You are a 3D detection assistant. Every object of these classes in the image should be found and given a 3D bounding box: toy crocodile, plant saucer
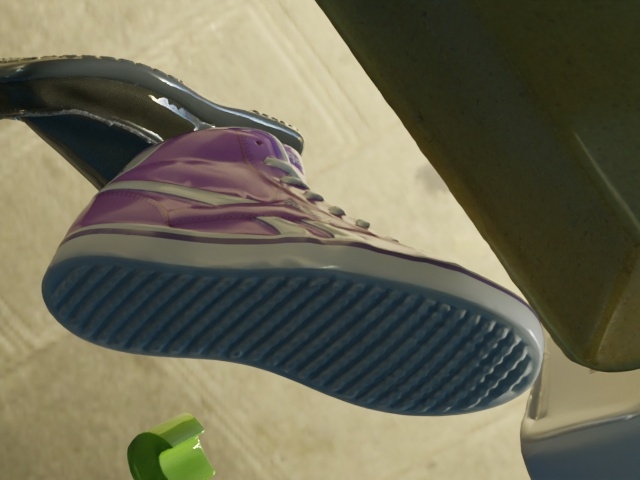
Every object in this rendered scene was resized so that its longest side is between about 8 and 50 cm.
[{"bbox_3d":[-0.081,0.315,1.420,0.115,0.340,0.105,-9,163,-30],"label":"toy crocodile"},{"bbox_3d":[0.197,-0.102,0.851,0.333,0.081,0.333,-18,117,40],"label":"plant saucer"}]

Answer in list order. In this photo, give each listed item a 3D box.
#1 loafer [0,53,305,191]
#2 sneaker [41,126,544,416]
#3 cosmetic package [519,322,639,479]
[{"bbox_3d":[-0.111,-0.058,1.075,0.251,0.094,0.087,16,83,-41],"label":"loafer"},{"bbox_3d":[0.000,-0.001,0.948,0.282,0.161,0.102,13,131,13],"label":"sneaker"},{"bbox_3d":[0.361,0.189,1.155,0.327,0.329,0.393,-18,107,17],"label":"cosmetic package"}]
